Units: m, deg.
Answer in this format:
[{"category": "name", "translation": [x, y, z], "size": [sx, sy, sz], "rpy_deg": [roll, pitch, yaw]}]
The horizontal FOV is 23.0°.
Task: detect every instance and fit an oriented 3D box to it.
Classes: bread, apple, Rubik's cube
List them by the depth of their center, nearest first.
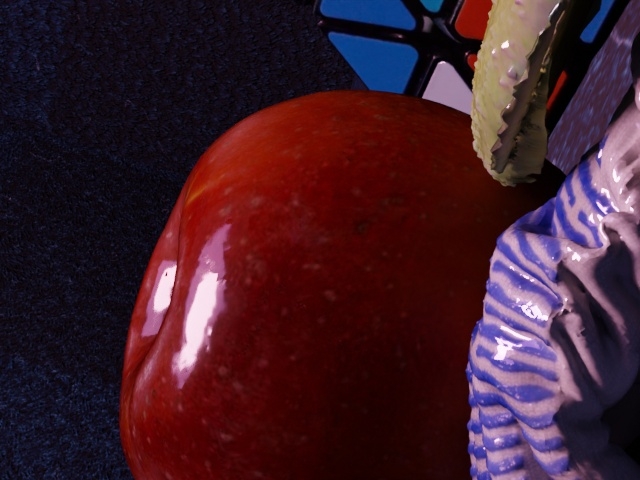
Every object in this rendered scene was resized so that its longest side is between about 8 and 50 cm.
[{"category": "bread", "translation": [0.108, -0.154, 0.558], "size": [0.301, 0.045, 0.301], "rpy_deg": [20, -90, -82]}, {"category": "apple", "translation": [0.020, 0.044, 0.681], "size": [0.218, 0.201, 0.218], "rpy_deg": [-162, 90, -85]}, {"category": "Rubik's cube", "translation": [0.125, -0.104, 0.987], "size": [0.250, 0.284, 0.234], "rpy_deg": [35, 134, 52]}]

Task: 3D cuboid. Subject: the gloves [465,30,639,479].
[{"category": "gloves", "translation": [0.100, 0.030, 0.526], "size": [0.119, 0.097, 0.229], "rpy_deg": [-21, -50, -55]}]
